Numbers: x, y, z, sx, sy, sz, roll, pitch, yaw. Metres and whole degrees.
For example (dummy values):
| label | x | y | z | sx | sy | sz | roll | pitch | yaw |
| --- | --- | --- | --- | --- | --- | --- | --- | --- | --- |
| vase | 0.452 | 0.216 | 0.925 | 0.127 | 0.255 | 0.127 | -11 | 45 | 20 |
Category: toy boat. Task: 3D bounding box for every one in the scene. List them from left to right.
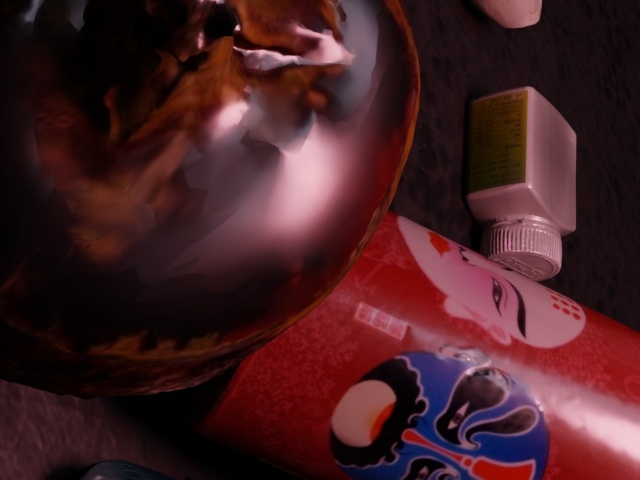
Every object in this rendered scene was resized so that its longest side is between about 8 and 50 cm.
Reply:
| label | x | y | z | sx | sy | sz | roll | pitch | yaw |
| --- | --- | --- | --- | --- | --- | --- | --- | --- | --- |
| toy boat | -0.118 | 0.176 | 0.884 | 0.141 | 0.055 | 0.060 | 33 | 77 | -50 |

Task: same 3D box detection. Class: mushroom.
| label | x | y | z | sx | sy | sz | roll | pitch | yaw |
| --- | --- | --- | --- | --- | --- | --- | --- | --- | --- |
| mushroom | 0.184 | -0.313 | 1.494 | 0.212 | 0.088 | 0.097 | 30 | 88 | -45 |

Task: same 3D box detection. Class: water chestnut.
| label | x | y | z | sx | sy | sz | roll | pitch | yaw |
| --- | --- | --- | --- | --- | --- | --- | --- | --- | --- |
| water chestnut | -0.106 | -0.080 | 0.718 | 0.350 | 0.302 | 0.351 | 2 | 86 | -24 |

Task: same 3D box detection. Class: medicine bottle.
| label | x | y | z | sx | sy | sz | roll | pitch | yaw |
| --- | --- | --- | --- | --- | --- | --- | --- | --- | --- |
| medicine bottle | 0.222 | -0.056 | 1.472 | 0.132 | 0.088 | 0.189 | 36 | 52 | -48 |

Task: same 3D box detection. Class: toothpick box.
| label | x | y | z | sx | sy | sz | roll | pitch | yaw |
| --- | --- | --- | --- | --- | --- | --- | --- | --- | --- |
| toothpick box | 0.094 | 0.110 | 0.959 | 0.333 | 0.204 | 0.204 | 25 | 52 | -11 |
